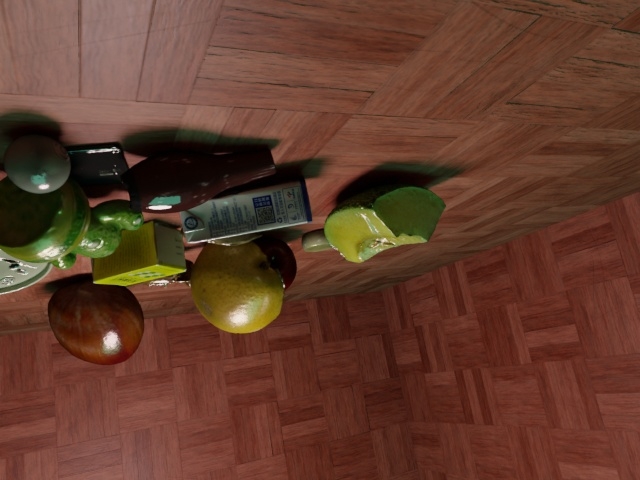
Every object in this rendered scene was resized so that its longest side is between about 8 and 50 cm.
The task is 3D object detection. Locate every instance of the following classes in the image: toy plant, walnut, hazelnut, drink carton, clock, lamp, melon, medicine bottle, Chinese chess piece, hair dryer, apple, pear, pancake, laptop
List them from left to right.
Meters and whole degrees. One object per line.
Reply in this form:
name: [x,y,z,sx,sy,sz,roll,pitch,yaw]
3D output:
clock: [-0.747,0.030,1.198,0.324,0.108,0.265,-32,160,13]
lamp: [-0.492,-0.134,0.894,0.105,0.105,0.105,-10,167,-2]
toy plant: [-0.526,-0.024,1.091,0.224,0.184,0.316,-39,164,2]
laptop: [-0.461,-0.148,1.044,0.129,0.016,0.180,-7,165,-13]
hazelnut: [-0.867,0.307,2.005,0.366,0.366,0.366,-10,167,-2]
medicine bottle: [-0.542,0.045,1.526,0.250,0.141,0.137,-15,168,19]
walnut: [-0.544,0.091,1.718,0.204,0.141,0.238,-1,174,14]
hair dryer: [-0.294,-0.122,1.165,0.312,0.123,0.340,-16,-179,-26]
pancake: [-0.276,-0.030,1.467,0.242,0.050,0.242,6,-171,-1]
pear: [-0.308,0.162,1.666,0.191,0.340,0.386,-33,178,-39]
drink carton: [-0.183,-0.078,1.286,0.315,0.106,0.130,-10,-170,1]
apple: [-0.197,0.097,1.832,0.218,0.218,0.201,-5,178,-22]
Chinese chess piece: [0.000,0.000,1.922,0.144,0.058,0.144,-8,168,-2]
melon: [0.157,-0.045,1.544,0.331,0.226,0.343,-15,-174,-40]
